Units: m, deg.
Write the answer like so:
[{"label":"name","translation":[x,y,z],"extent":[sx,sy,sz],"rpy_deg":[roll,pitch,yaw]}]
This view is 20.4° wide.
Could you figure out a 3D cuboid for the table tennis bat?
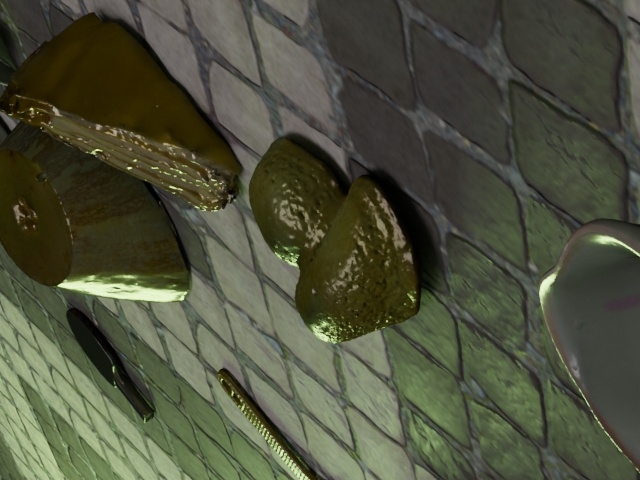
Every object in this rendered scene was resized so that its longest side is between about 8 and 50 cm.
[{"label":"table tennis bat","translation":[-0.237,0.139,1.987],"extent":[0.158,0.014,0.095],"rpy_deg":[48,158,20]}]

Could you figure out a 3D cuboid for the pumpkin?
[{"label":"pumpkin","translation":[-0.221,-0.017,1.580],"extent":[0.217,0.110,0.217],"rpy_deg":[48,156,30]}]

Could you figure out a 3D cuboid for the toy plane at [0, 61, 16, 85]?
[{"label":"toy plane","translation":[-0.365,-0.213,1.612],"extent":[0.234,0.082,0.160],"rpy_deg":[49,133,11]}]

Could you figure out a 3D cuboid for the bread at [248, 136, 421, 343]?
[{"label":"bread","translation":[0.000,0.000,1.172],"extent":[0.149,0.065,0.187],"rpy_deg":[59,162,2]}]

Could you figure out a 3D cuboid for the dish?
[{"label":"dish","translation":[0.203,0.062,0.797],"extent":[0.229,0.081,0.229],"rpy_deg":[44,161,20]}]

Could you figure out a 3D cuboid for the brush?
[{"label":"brush","translation":[-0.025,0.201,1.623],"extent":[0.218,0.010,0.082],"rpy_deg":[49,160,17]}]

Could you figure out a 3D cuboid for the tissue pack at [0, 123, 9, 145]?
[{"label":"tissue pack","translation":[-0.343,-0.073,1.825],"extent":[0.112,0.051,0.156],"rpy_deg":[54,160,-3]}]

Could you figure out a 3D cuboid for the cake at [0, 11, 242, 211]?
[{"label":"cake","translation":[-0.152,-0.083,1.309],"extent":[0.185,0.116,0.080],"rpy_deg":[58,158,4]}]
